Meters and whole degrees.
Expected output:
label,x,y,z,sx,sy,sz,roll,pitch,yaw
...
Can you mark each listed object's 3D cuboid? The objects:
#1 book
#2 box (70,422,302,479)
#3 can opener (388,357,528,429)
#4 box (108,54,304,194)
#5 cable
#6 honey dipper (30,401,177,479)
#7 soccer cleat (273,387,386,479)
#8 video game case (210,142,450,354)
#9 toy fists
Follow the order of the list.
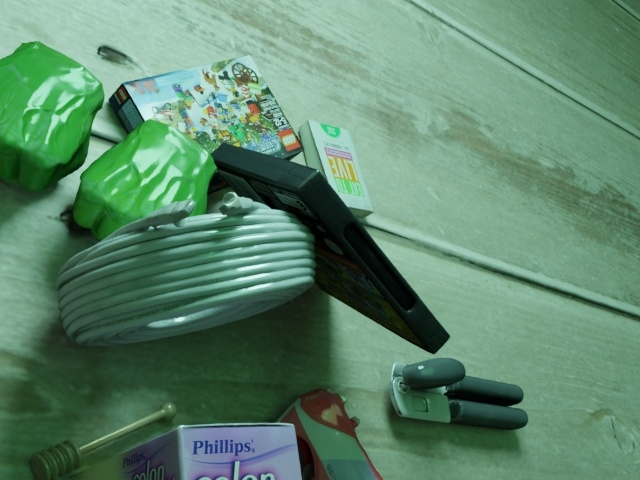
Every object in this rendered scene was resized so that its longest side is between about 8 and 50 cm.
label,x,y,z,sx,sy,sz,roll,pitch,yaw
book,0.024,-0.107,1.124,0.096,0.035,0.144,4,63,-46
box,-0.112,0.299,0.626,0.117,0.213,0.243,9,60,-39
can opener,0.213,0.221,1.058,0.283,0.095,0.076,16,57,-36
box,-0.142,-0.151,0.982,0.233,0.044,0.159,-30,88,-47
cable,-0.126,0.040,0.735,0.257,0.257,0.089,3,69,-60
honey dipper,-0.208,0.194,0.737,0.160,0.030,0.030,-18,79,-50
soccer cleat,0.034,0.293,0.878,0.095,0.083,0.248,-30,94,-18
video game case,0.000,0.000,0.850,0.035,0.275,0.248,-45,117,-11
toy fists,-0.251,-0.088,0.794,0.279,0.096,0.142,35,43,-12
